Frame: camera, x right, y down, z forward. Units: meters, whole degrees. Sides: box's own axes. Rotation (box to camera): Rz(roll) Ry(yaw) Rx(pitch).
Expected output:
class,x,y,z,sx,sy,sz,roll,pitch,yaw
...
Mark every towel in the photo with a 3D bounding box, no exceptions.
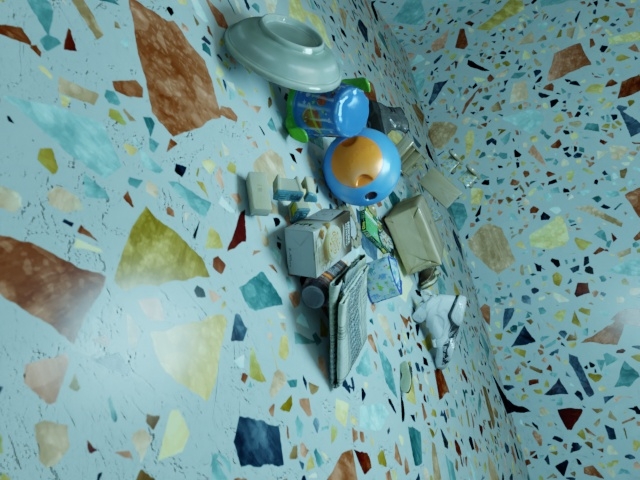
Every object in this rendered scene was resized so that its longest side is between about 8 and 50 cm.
class,x,y,z,sx,sy,sz,roll,pitch,yaw
towel,0.098,0.228,1.469,0.312,0.056,0.324,-37,128,-63

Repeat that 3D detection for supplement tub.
class,x,y,z,sx,sy,sz,roll,pitch,yaw
supplement tub,0.014,0.130,1.451,0.106,0.106,0.198,65,26,-8

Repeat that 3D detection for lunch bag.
class,x,y,z,sx,sy,sz,roll,pitch,yaw
lunch bag,0.233,0.149,1.826,0.096,0.129,0.151,19,54,-57

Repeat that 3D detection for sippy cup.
class,x,y,z,sx,sy,sz,roll,pitch,yaw
sippy cup,0.039,-0.457,1.685,0.240,0.224,0.305,18,96,-46

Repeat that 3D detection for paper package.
class,x,y,z,sx,sy,sz,roll,pitch,yaw
paper package,0.457,-0.034,2.311,0.309,0.168,0.325,66,20,-7

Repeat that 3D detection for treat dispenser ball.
class,x,y,z,sx,sy,sz,roll,pitch,yaw
treat dispenser ball,0.153,-0.270,1.797,0.288,0.288,0.288,42,37,-43

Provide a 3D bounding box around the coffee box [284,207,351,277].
class,x,y,z,sx,sy,sz,roll,pitch,yaw
coffee box,0.000,0.000,1.457,0.246,0.098,0.141,-34,125,-57

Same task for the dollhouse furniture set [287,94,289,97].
class,x,y,z,sx,sy,sz,roll,pitch,yaw
dollhouse furniture set,-0.069,-0.554,1.784,0.081,0.114,0.091,-10,82,-59

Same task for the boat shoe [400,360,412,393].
class,x,y,z,sx,sy,sz,roll,pitch,yaw
boat shoe,0.326,0.517,1.824,0.042,0.049,0.133,45,30,-26

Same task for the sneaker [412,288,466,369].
class,x,y,z,sx,sy,sz,roll,pitch,yaw
sneaker,0.518,0.393,2.192,0.137,0.210,0.366,-31,133,-63

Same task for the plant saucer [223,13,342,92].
class,x,y,z,sx,sy,sz,roll,pitch,yaw
plant saucer,-0.102,-0.623,1.547,0.400,0.100,0.400,15,42,-14

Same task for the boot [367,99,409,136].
class,x,y,z,sx,sy,sz,roll,pitch,yaw
boot,0.367,-0.584,2.512,0.222,0.118,0.338,6,62,-24

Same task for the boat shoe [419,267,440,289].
class,x,y,z,sx,sy,sz,roll,pitch,yaw
boat shoe,0.527,0.172,2.427,0.095,0.095,0.257,55,20,2

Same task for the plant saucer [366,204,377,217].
class,x,y,z,sx,sy,sz,roll,pitch,yaw
plant saucer,0.224,-0.136,2.140,0.083,0.015,0.083,41,38,-44

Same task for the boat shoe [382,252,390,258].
class,x,y,z,sx,sy,sz,roll,pitch,yaw
boat shoe,0.289,0.098,2.073,0.035,0.035,0.100,41,38,-44

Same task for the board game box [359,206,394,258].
class,x,y,z,sx,sy,sz,roll,pitch,yaw
board game box,0.245,-0.032,2.094,0.259,0.030,0.136,42,39,-43

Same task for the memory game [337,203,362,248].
class,x,y,z,sx,sy,sz,roll,pitch,yaw
memory game,0.111,-0.055,1.874,0.186,0.012,0.186,41,39,-43

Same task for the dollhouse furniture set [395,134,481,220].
class,x,y,z,sx,sy,sz,roll,pitch,yaw
dollhouse furniture set,0.565,-0.343,2.580,0.394,0.362,0.256,50,15,28

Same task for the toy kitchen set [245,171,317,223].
class,x,y,z,sx,sy,sz,roll,pitch,yaw
toy kitchen set,-0.122,-0.095,1.407,0.207,0.166,0.122,2,60,-23
